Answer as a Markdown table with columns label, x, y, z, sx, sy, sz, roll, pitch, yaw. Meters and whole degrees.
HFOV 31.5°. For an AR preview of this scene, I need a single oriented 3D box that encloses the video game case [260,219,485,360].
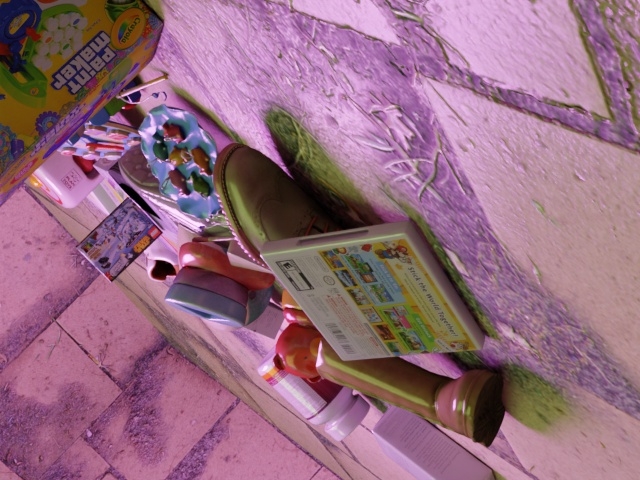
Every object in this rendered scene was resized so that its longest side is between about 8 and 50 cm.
| label | x | y | z | sx | sy | sz | roll | pitch | yaw |
| --- | --- | --- | --- | --- | --- | --- | --- | --- | --- |
| video game case | 0.066 | 0.068 | 1.400 | 0.206 | 0.026 | 0.227 | -8 | 135 | 32 |

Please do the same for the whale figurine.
| label | x | y | z | sx | sy | sz | roll | pitch | yaw |
| --- | --- | --- | --- | --- | --- | --- | --- | --- | --- |
| whale figurine | -0.171 | 0.019 | 1.974 | 0.216 | 0.141 | 0.272 | 10 | 120 | 60 |

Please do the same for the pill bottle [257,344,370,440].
| label | x | y | z | sx | sy | sz | roll | pitch | yaw |
| --- | --- | --- | --- | --- | --- | --- | --- | --- | --- |
| pill bottle | -0.011 | 0.294 | 2.292 | 0.221 | 0.121 | 0.121 | 44 | 166 | -5 |

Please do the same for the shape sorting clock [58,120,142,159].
| label | x | y | z | sx | sy | sz | roll | pitch | yaw |
| --- | --- | --- | --- | --- | --- | --- | --- | --- | --- |
| shape sorting clock | -0.384 | -0.167 | 1.903 | 0.206 | 0.040 | 0.206 | 0 | 165 | 0 |

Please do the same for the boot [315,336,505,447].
| label | x | y | z | sx | sy | sz | roll | pitch | yaw |
| --- | --- | --- | --- | --- | --- | --- | --- | --- | --- |
| boot | 0.115 | 0.197 | 1.583 | 0.269 | 0.089 | 0.236 | 22 | 160 | 20 |

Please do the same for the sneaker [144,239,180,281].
| label | x | y | z | sx | sy | sz | roll | pitch | yaw |
| --- | --- | --- | --- | --- | --- | --- | --- | --- | --- |
| sneaker | -0.348 | 0.005 | 2.379 | 0.290 | 0.123 | 0.106 | 34 | 165 | 37 |

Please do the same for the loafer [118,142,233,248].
| label | x | y | z | sx | sy | sz | roll | pitch | yaw |
| --- | --- | --- | --- | --- | --- | --- | --- | --- | --- |
| loafer | -0.203 | -0.065 | 1.783 | 0.319 | 0.112 | 0.111 | 31 | 151 | 39 |

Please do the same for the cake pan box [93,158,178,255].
| label | x | y | z | sx | sy | sz | roll | pitch | yaw |
| --- | --- | --- | --- | --- | --- | --- | --- | --- | --- |
| cake pan box | -0.288 | -0.057 | 2.145 | 0.245 | 0.070 | 0.267 | 23 | 156 | 49 |

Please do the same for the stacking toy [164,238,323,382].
| label | x | y | z | sx | sy | sz | roll | pitch | yaw |
| --- | --- | --- | --- | --- | --- | --- | --- | --- | --- |
| stacking toy | -0.079 | 0.114 | 1.725 | 0.309 | 0.130 | 0.279 | 22 | 167 | -16 |

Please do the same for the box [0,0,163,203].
| label | x | y | z | sx | sy | sz | roll | pitch | yaw |
| --- | --- | --- | --- | --- | --- | --- | --- | --- | --- |
| box | -0.402 | -0.250 | 1.417 | 0.279 | 0.290 | 0.177 | 45 | 166 | -4 |

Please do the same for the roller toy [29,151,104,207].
| label | x | y | z | sx | sy | sz | roll | pitch | yaw |
| --- | --- | --- | --- | --- | --- | --- | --- | --- | --- |
| roller toy | -0.550 | -0.169 | 2.371 | 0.191 | 0.146 | 0.209 | 42 | 166 | 1 |

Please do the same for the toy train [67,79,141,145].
| label | x | y | z | sx | sy | sz | roll | pitch | yaw |
| --- | --- | --- | --- | --- | --- | --- | --- | --- | --- |
| toy train | -0.401 | -0.248 | 1.724 | 0.248 | 0.143 | 0.105 | 35 | 163 | 31 |

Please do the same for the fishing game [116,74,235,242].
| label | x | y | z | sx | sy | sz | roll | pitch | yaw |
| --- | --- | --- | --- | --- | --- | --- | --- | --- | --- |
| fishing game | -0.200 | -0.106 | 1.623 | 0.189 | 0.041 | 0.264 | -2 | 117 | 49 |

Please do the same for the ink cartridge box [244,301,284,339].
| label | x | y | z | sx | sy | sz | roll | pitch | yaw |
| --- | --- | --- | --- | --- | --- | --- | --- | --- | --- |
| ink cartridge box | -0.140 | 0.134 | 2.177 | 0.180 | 0.060 | 0.104 | 26 | 180 | -40 |

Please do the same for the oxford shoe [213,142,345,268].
| label | x | y | z | sx | sy | sz | roll | pitch | yaw |
| --- | --- | --- | --- | --- | --- | --- | --- | --- | --- |
| oxford shoe | 0.000 | 0.000 | 1.471 | 0.130 | 0.123 | 0.348 | -7 | 134 | 45 |

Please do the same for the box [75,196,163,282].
| label | x | y | z | sx | sy | sz | roll | pitch | yaw |
| --- | --- | --- | --- | --- | --- | --- | --- | --- | --- |
| box | -0.376 | -0.002 | 2.126 | 0.094 | 0.137 | 0.027 | 48 | 171 | -18 |

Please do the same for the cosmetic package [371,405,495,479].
| label | x | y | z | sx | sy | sz | roll | pitch | yaw |
| --- | --- | --- | --- | --- | --- | --- | --- | --- | --- |
| cosmetic package | 0.211 | 0.404 | 2.081 | 0.231 | 0.085 | 0.117 | 33 | 163 | 31 |

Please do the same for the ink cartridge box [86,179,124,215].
| label | x | y | z | sx | sy | sz | roll | pitch | yaw |
| --- | --- | --- | --- | --- | --- | --- | --- | --- | --- |
| ink cartridge box | -0.490 | -0.114 | 2.566 | 0.235 | 0.056 | 0.171 | 35 | 163 | 38 |
